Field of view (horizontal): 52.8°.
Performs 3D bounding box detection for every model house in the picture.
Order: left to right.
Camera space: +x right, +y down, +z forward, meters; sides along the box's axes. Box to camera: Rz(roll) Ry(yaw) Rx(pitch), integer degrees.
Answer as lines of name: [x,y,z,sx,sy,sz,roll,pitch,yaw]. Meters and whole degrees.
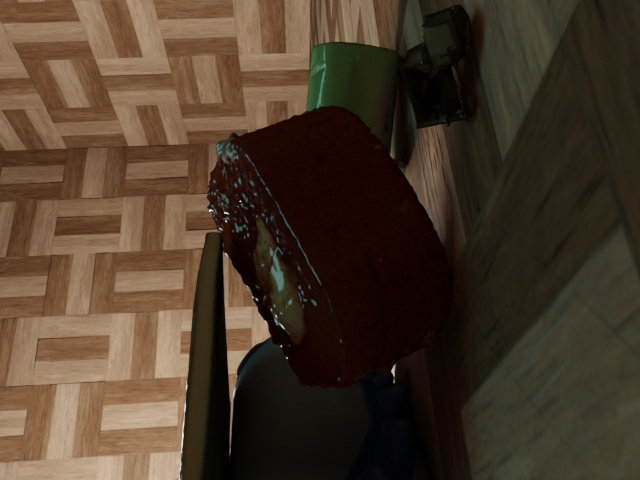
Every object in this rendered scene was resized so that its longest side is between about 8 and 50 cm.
model house: [0.095,-0.138,0.508,0.058,0.057,0.083,-54,-51,-52]

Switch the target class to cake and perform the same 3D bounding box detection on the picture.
cake: [0.000,0.000,0.632,0.283,0.151,0.177,59,159,22]

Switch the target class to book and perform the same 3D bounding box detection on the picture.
book: [-0.121,0.212,0.723,0.389,0.032,0.269,98,172,-51]

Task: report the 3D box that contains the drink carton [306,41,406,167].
drink carton: [0.036,-0.163,0.795,0.144,0.146,0.142,-111,28,-82]

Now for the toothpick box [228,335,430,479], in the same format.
toothpick box: [0.011,0.258,0.789,0.354,0.263,0.263,-108,16,-75]
